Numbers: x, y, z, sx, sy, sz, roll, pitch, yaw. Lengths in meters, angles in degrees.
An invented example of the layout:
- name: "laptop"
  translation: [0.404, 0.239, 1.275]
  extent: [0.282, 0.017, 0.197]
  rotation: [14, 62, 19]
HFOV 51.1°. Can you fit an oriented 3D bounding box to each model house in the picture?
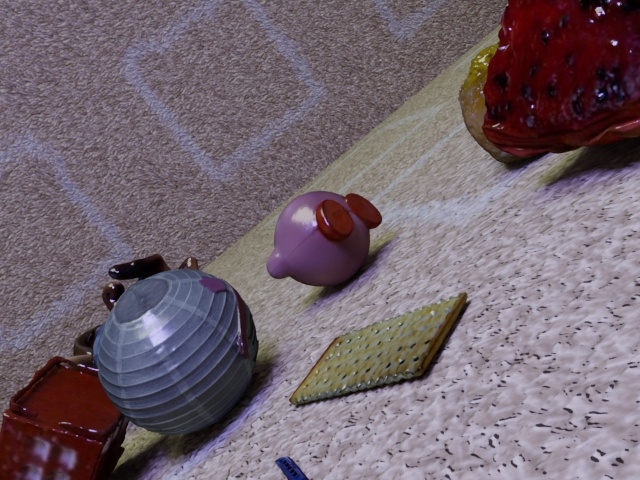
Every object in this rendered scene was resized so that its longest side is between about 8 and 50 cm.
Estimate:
- name: "model house"
  translation: [-0.394, 0.332, 1.018]
  extent: [0.196, 0.160, 0.253]
  rotation: [-92, 23, -78]

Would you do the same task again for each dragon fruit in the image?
- name: "dragon fruit"
  translation: [0.409, -0.192, 0.811]
  extent: [0.329, 0.227, 0.286]
  rotation: [-7, 23, -38]

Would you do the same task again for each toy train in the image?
- name: "toy train"
  translation: [-0.028, 0.230, 0.664]
  extent: [0.017, 0.017, 0.083]
  rotation: [-38, 11, -14]

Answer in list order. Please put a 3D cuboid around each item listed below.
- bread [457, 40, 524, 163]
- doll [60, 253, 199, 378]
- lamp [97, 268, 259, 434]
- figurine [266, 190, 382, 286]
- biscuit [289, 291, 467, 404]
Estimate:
- name: "bread"
  translation: [0.321, -0.245, 1.082]
  extent: [0.196, 0.176, 0.246]
  rotation: [-32, 12, 19]
- name: "doll"
  translation: [-0.332, 0.171, 1.287]
  extent: [0.340, 0.318, 0.209]
  rotation: [-40, 40, 23]
- name: "lamp"
  translation: [-0.203, 0.161, 0.988]
  extent: [0.233, 0.233, 0.265]
  rotation: [-38, 34, 3]
- name: "figurine"
  translation: [0.000, 0.000, 1.140]
  extent: [0.173, 0.173, 0.173]
  rotation: [-37, 11, 8]
- name: "biscuit"
  translation: [0.062, 0.132, 0.784]
  extent: [0.231, 0.016, 0.139]
  rotation: [-27, 15, 46]
